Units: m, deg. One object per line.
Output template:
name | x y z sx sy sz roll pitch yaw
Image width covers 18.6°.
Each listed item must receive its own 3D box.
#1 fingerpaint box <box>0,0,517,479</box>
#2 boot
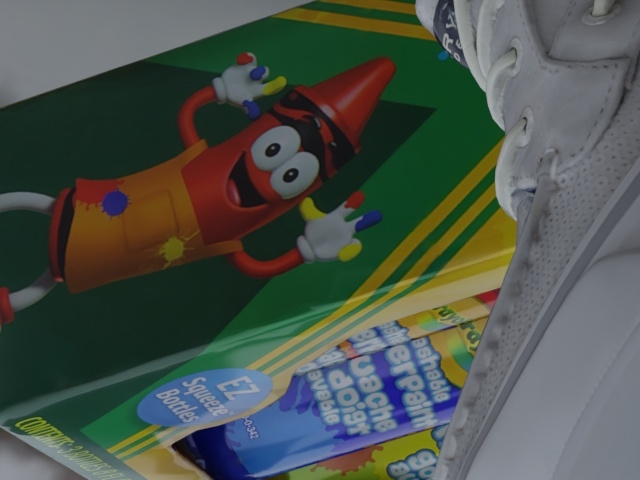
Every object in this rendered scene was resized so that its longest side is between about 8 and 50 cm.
fingerpaint box | 0.056 0.031 1.073 0.371 0.163 0.445 -18 158 7
boot | 0.072 -0.029 0.467 0.123 0.258 0.095 20 157 37
